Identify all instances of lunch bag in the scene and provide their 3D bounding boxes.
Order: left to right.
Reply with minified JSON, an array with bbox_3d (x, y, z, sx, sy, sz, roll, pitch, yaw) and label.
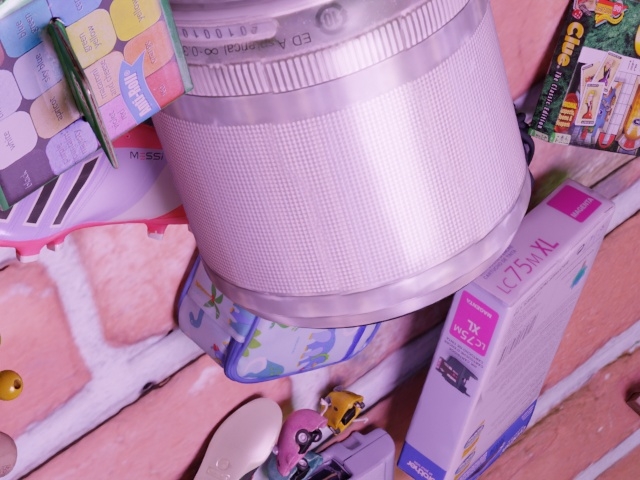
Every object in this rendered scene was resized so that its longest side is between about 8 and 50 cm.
[{"bbox_3d":[0.000,0.000,1.324,0.176,0.090,0.219,-5,128,-49],"label":"lunch bag"}]

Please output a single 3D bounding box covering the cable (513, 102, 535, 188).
[{"bbox_3d":[0.139,-0.038,1.462,0.150,0.047,0.184,-13,126,-50],"label":"cable"}]

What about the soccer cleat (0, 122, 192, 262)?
[{"bbox_3d":[-0.161,-0.045,1.117,0.248,0.083,0.095,-6,109,-44],"label":"soccer cleat"}]

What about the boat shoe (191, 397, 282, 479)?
[{"bbox_3d":[-0.078,0.190,1.464,0.133,0.049,0.042,-58,-178,-3],"label":"boat shoe"}]

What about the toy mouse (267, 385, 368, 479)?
[{"bbox_3d":[-0.020,0.180,1.506,0.143,0.031,0.161,-46,164,-12],"label":"toy mouse"}]

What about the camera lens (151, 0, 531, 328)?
[{"bbox_3d":[0.003,-0.100,1.063,0.219,0.219,0.274,-32,125,-23],"label":"camera lens"}]

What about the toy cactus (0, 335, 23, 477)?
[{"bbox_3d":[-0.263,0.145,1.173,0.219,0.112,0.180,-62,154,5],"label":"toy cactus"}]

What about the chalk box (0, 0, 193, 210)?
[{"bbox_3d":[-0.161,-0.120,0.910,0.132,0.213,0.132,-36,144,-19],"label":"chalk box"}]

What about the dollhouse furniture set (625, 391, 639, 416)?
[{"bbox_3d":[0.499,0.124,1.784,0.256,0.362,0.394,-46,176,-7],"label":"dollhouse furniture set"}]

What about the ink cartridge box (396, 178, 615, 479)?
[{"bbox_3d":[0.162,0.108,1.581,0.186,0.065,0.311,-38,151,-41],"label":"ink cartridge box"}]

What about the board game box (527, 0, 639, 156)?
[{"bbox_3d":[0.286,-0.143,1.533,0.260,0.030,0.136,3,106,-49],"label":"board game box"}]

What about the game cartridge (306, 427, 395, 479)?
[{"bbox_3d":[-0.050,0.311,1.604,0.294,0.060,0.196,-30,146,-26],"label":"game cartridge"}]
